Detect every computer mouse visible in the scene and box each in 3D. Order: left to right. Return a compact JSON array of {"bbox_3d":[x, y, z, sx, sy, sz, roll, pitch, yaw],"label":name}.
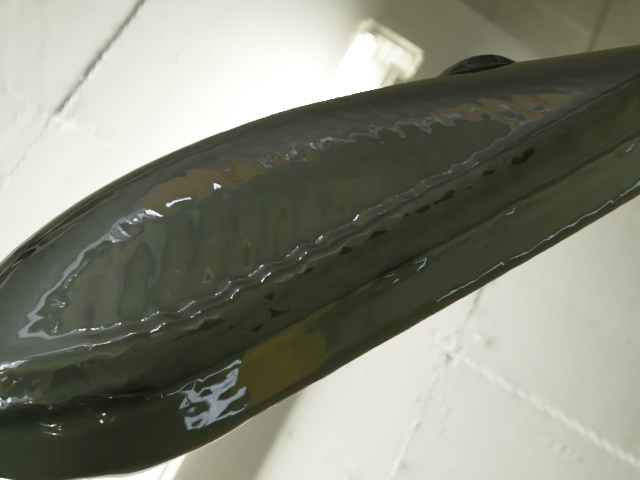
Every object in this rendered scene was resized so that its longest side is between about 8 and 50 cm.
[{"bbox_3d":[-0.002,-0.006,0.572,0.331,0.197,0.095,-28,-82,-23],"label":"computer mouse"}]
